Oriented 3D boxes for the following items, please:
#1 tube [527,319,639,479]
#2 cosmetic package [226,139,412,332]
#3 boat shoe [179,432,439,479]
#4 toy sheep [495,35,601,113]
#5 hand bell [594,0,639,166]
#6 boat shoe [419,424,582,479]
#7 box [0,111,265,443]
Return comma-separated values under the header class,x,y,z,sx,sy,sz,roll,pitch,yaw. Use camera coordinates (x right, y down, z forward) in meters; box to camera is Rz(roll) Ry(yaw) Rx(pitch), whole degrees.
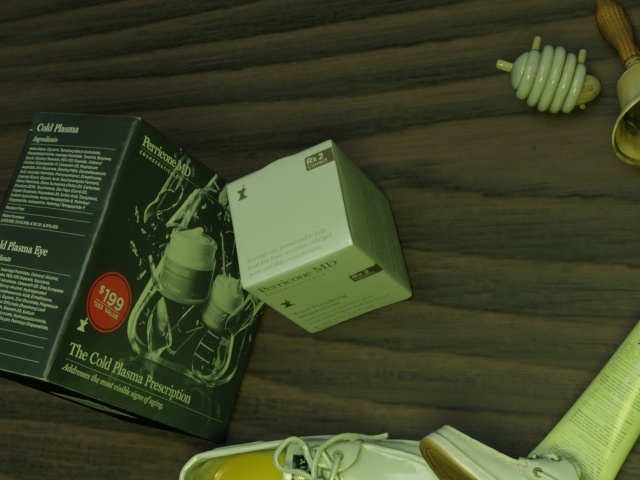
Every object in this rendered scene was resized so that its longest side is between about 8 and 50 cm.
class,x,y,z,sx,sy,sz,roll,pitch,yaw
tube,0.324,0.166,1.098,0.240,0.062,0.070,-56,21,3
cosmetic package,0.000,0.000,1.268,0.151,0.184,0.151,-23,59,19
boat shoe,-0.003,0.274,1.165,0.367,0.156,0.135,-2,68,28
toy sheep,0.280,-0.201,1.261,0.132,0.091,0.091,15,75,7
hand bell,0.372,-0.215,1.226,0.126,0.126,0.242,-26,46,17
boat shoe,0.234,0.266,1.060,0.277,0.098,0.096,34,69,11
box,-0.234,0.054,1.276,0.179,0.343,0.312,6,72,32
